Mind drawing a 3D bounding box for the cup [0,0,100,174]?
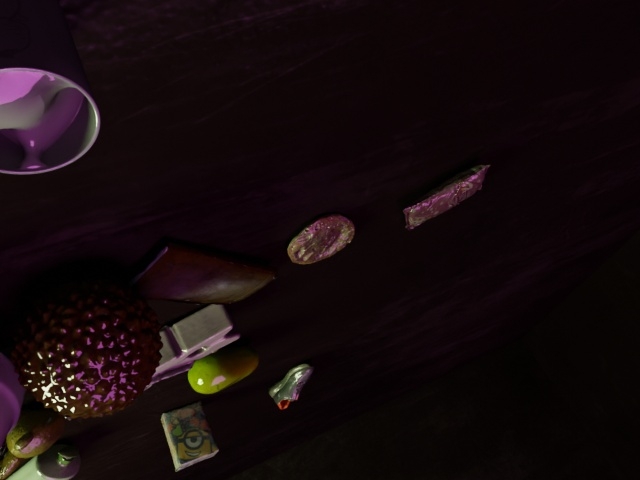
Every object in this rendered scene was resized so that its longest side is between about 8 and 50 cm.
[{"bbox_3d":[-0.249,-0.126,0.381,0.136,0.133,0.099,-11,149,-31],"label":"cup"}]

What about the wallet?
[{"bbox_3d":[-0.199,0.065,0.864,0.137,0.031,0.255,-37,150,23],"label":"wallet"}]

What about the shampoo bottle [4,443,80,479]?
[{"bbox_3d":[-0.646,0.546,1.202,0.234,0.087,0.118,-39,149,18],"label":"shampoo bottle"}]

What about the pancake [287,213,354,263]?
[{"bbox_3d":[0.000,0.000,0.946,0.139,0.022,0.139,-23,153,-13],"label":"pancake"}]

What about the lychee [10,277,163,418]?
[{"bbox_3d":[-0.329,0.161,0.736,0.200,0.200,0.238,0,129,-43],"label":"lychee"}]

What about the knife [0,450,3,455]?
[{"bbox_3d":[-0.679,0.430,1.056,0.054,0.015,0.212,-29,153,-16],"label":"knife"}]

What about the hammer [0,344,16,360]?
[{"bbox_3d":[-0.481,0.164,0.736,0.116,0.069,0.194,-17,146,-18],"label":"hammer"}]

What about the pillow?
[{"bbox_3d":[0.243,-0.086,1.007,0.185,0.043,0.118,-27,159,3],"label":"pillow"}]

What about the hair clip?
[{"bbox_3d":[-0.315,0.229,0.973,0.330,0.085,0.101,-26,155,-10],"label":"hair clip"}]

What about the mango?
[{"bbox_3d":[-0.221,0.295,1.169,0.163,0.089,0.117,-2,143,-42],"label":"mango"}]

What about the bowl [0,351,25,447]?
[{"bbox_3d":[-0.544,0.247,0.647,0.287,0.144,0.287,-11,136,-11],"label":"bowl"}]

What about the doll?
[{"bbox_3d":[-0.578,0.380,0.992,0.209,0.097,0.137,-36,-169,28],"label":"doll"}]

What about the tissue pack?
[{"bbox_3d":[-0.349,0.516,1.362,0.108,0.148,0.060,-11,146,-32],"label":"tissue pack"}]

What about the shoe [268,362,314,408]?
[{"bbox_3d":[-0.078,0.444,1.567,0.194,0.077,0.074,-44,149,27],"label":"shoe"}]
